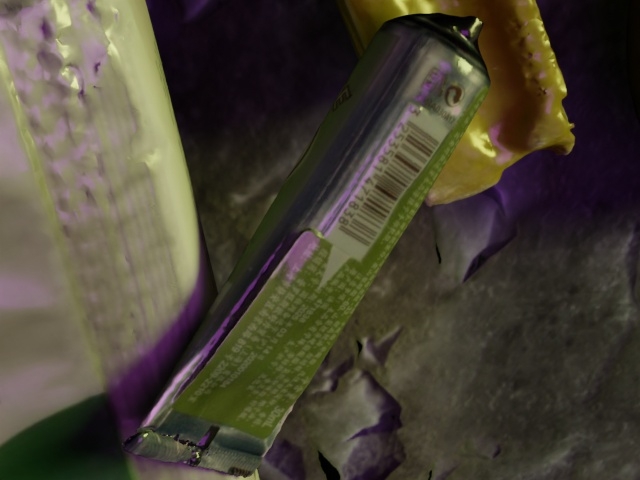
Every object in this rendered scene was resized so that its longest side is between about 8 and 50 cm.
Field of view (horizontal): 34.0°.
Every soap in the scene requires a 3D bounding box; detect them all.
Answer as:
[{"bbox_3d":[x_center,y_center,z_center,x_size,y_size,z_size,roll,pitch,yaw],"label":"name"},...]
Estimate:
[{"bbox_3d":[0.025,-0.189,0.536,0.091,0.199,0.315,-23,122,5],"label":"soap"}]

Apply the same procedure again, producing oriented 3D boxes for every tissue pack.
[{"bbox_3d":[-0.157,0.021,0.553,0.193,0.266,0.356,-14,118,-8],"label":"tissue pack"}]

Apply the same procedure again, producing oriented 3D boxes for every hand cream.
[{"bbox_3d":[0.000,0.000,0.466,0.086,0.055,0.235,28,94,-48],"label":"hand cream"}]

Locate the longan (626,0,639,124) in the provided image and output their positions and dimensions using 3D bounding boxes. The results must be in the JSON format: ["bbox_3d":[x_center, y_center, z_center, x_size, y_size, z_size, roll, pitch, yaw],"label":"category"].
[{"bbox_3d":[0.319,-0.138,0.612,0.300,0.243,0.300,-19,142,-16],"label":"longan"}]
